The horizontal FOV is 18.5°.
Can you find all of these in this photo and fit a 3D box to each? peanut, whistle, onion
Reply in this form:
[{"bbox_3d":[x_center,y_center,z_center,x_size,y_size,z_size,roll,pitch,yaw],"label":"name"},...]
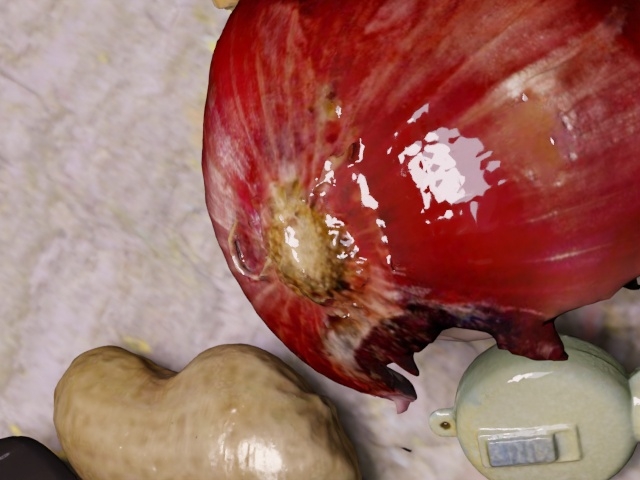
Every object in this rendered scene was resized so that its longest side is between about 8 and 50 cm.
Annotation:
[{"bbox_3d":[-0.087,0.141,1.420,0.253,0.122,0.137,2,79,27],"label":"peanut"},{"bbox_3d":[0.199,0.115,1.314,0.258,0.067,0.126,-7,128,10],"label":"whistle"},{"bbox_3d":[0.074,-0.061,1.226,0.341,0.341,0.341,-1,87,22],"label":"onion"}]

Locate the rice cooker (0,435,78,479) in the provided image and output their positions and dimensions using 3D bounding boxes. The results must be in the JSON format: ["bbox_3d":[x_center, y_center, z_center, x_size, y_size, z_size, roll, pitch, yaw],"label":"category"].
[{"bbox_3d":[-0.217,0.247,1.448,0.142,0.118,0.203,-19,93,52],"label":"rice cooker"}]

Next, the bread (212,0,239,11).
[{"bbox_3d":[0.040,-0.277,1.388,0.246,0.111,0.239,-4,90,19],"label":"bread"}]
